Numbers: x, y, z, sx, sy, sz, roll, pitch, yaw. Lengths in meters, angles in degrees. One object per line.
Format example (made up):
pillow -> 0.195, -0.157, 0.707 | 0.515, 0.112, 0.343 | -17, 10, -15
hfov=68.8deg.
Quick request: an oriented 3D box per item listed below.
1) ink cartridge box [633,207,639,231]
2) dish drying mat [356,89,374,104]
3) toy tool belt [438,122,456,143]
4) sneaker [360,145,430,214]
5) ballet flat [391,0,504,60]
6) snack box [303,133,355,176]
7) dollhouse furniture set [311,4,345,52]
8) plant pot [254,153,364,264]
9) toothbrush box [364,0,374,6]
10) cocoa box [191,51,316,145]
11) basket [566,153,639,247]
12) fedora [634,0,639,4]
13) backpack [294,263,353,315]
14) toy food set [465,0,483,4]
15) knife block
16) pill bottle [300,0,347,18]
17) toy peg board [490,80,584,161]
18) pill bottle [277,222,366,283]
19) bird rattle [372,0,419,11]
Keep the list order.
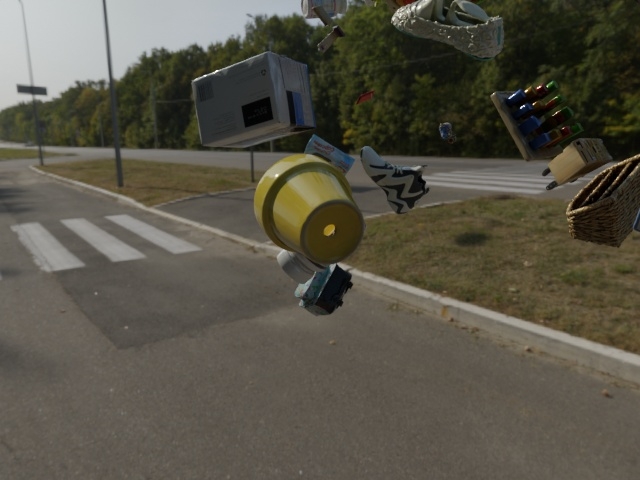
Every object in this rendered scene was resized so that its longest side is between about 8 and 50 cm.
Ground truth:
ink cartridge box -> 0.952, -0.201, 1.119 | 0.395, 0.270, 0.151 | -40, 51, -16
dish drying mat -> 0.140, -0.441, 1.442 | 0.008, 0.032, 0.083 | 41, 45, 13
toy tool belt -> 0.475, -0.404, 1.761 | 0.052, 0.083, 0.051 | -22, 0, 36
sneaker -> 0.233, -0.207, 1.378 | 0.153, 0.235, 0.094 | -34, -6, 29
ballet flat -> 0.396, -0.690, 1.449 | 0.147, 0.147, 0.409 | -13, 41, -46
snack box -> 0.016, -0.306, 1.911 | 0.187, 0.060, 0.322 | 30, -13, -3
dollhouse furniture set -> -0.005, -0.597, 1.330 | 0.081, 0.114, 0.091 | -45, 26, 1
plant pot -> -0.015, -0.064, 1.161 | 0.253, 0.254, 0.239 | -6, 25, -21
toothbrush box -> 0.153, -1.119, 1.841 | 0.126, 0.296, 0.216 | -30, -11, 13
cocoa box -> -0.225, -0.463, 1.602 | 0.347, 0.232, 0.228 | -7, 4, 32
basket -> 1.013, -0.161, 1.663 | 0.299, 0.223, 0.213 | -42, 33, -19
fedora -> 1.086, -0.867, 1.529 | 0.152, 0.334, 0.334 | -43, -14, 33
backpack -> 0.003, 0.217, 2.062 | 0.191, 0.225, 0.253 | 31, -22, -6
toy food set -> 0.602, -0.963, 1.822 | 0.132, 0.039, 0.192 | -8, -5, 25
knife block -> 0.834, -0.245, 1.588 | 0.275, 0.088, 0.242 | -11, -17, -42
pill bottle -> 0.014, -0.879, 1.746 | 0.160, 0.087, 0.087 | -13, 15, -19
toy peg board -> 0.464, -0.262, 0.983 | 0.160, 0.161, 0.079 | -15, -14, -40
pill bottle -> 0.000, 0.000, 1.533 | 0.283, 0.161, 0.161 | -44, 2, 15
bird rattle -> 0.303, -0.899, 1.643 | 0.253, 0.143, 0.207 | -5, -21, 22
